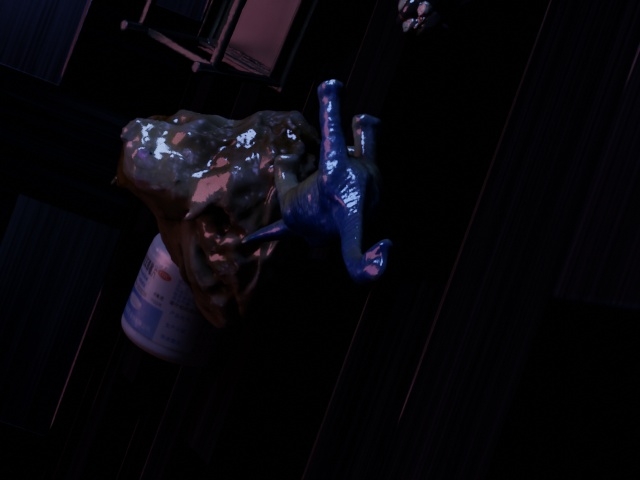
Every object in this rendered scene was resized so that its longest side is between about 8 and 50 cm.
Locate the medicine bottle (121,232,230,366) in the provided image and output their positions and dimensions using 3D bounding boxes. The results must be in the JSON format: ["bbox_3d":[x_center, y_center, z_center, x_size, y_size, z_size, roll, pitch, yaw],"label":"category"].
[{"bbox_3d":[-0.117,0.027,1.847,0.105,0.105,0.168,-100,32,-71],"label":"medicine bottle"}]

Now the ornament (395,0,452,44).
[{"bbox_3d":[0.060,-0.214,1.420,0.088,0.081,0.203,-34,30,14],"label":"ornament"}]

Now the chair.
[{"bbox_3d":[-0.072,-0.251,2.109,0.260,0.141,0.154,4,-67,-54],"label":"chair"}]

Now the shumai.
[{"bbox_3d":[-0.100,-0.035,1.680,0.166,0.175,0.206,-86,16,-58],"label":"shumai"}]

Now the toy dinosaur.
[{"bbox_3d":[0.000,0.000,1.406,0.248,0.075,0.188,133,148,-51],"label":"toy dinosaur"}]
